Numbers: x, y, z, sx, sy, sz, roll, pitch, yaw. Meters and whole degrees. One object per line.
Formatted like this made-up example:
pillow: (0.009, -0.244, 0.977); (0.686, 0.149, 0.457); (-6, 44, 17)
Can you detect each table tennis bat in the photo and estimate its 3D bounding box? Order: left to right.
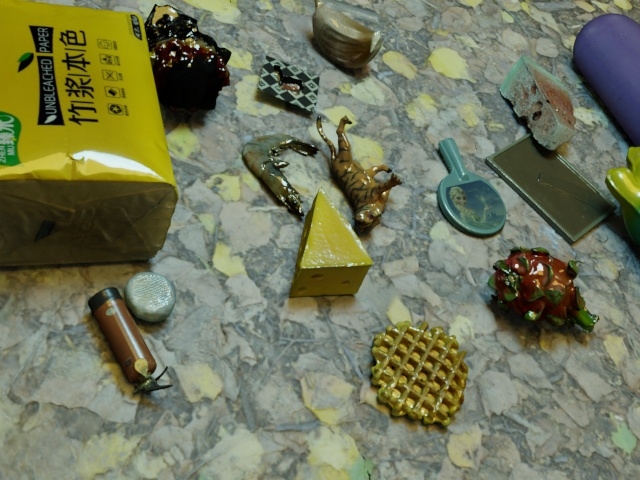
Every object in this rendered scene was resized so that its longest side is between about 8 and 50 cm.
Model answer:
table tennis bat: (0.295, -0.110, 1.485); (0.149, 0.038, 0.237); (-3, 59, -23)

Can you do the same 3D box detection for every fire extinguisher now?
fire extinguisher: (-0.273, 0.148, 1.052); (0.062, 0.050, 0.177); (-35, 69, -1)

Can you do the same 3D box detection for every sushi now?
sushi: (-0.250, -0.313, 1.345); (0.172, 0.153, 0.150); (22, 26, -30)
sushi: (-0.066, -0.314, 1.501); (0.126, 0.026, 0.120); (19, 47, -13)

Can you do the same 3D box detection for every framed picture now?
framed picture: (0.501, -0.123, 1.582); (0.189, 0.023, 0.260); (-31, 70, -36)

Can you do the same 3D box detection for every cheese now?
cheese: (0.000, 0.000, 1.245); (0.126, 0.093, 0.171); (-1, 55, -19)

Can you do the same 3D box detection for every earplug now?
earplug: (0.786, -0.375, 1.775); (0.215, 0.215, 0.455); (-9, 55, -27)

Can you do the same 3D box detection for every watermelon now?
watermelon: (0.517, -0.299, 1.674); (0.154, 0.094, 0.241); (19, 42, -21)

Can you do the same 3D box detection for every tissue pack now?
tissue pack: (-0.402, -0.171, 1.129); (0.294, 0.228, 0.381); (-1, 57, -25)

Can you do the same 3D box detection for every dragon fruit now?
dragon fruit: (0.415, 0.089, 1.317); (0.236, 0.137, 0.135); (18, 14, -10)

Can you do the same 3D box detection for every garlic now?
garlic: (0.043, -0.456, 1.582); (0.198, 0.128, 0.090); (44, 67, 10)

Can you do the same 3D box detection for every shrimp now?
shrimp: (-0.050, -0.133, 1.368); (0.148, 0.035, 0.195); (-23, 64, -36)

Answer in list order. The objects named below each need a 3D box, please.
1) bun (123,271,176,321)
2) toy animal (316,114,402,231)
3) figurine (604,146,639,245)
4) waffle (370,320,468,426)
bun: (-0.258, 0.087, 1.109); (0.083, 0.045, 0.083); (10, 49, -12)
toy animal: (0.061, -0.133, 1.383); (0.116, 0.114, 0.255); (-39, 63, 7)
figurine: (0.749, -0.049, 1.494); (0.324, 0.231, 0.339); (3, 59, -13)
waffle: (0.162, 0.209, 1.188); (0.191, 0.038, 0.191); (10, 52, -14)
